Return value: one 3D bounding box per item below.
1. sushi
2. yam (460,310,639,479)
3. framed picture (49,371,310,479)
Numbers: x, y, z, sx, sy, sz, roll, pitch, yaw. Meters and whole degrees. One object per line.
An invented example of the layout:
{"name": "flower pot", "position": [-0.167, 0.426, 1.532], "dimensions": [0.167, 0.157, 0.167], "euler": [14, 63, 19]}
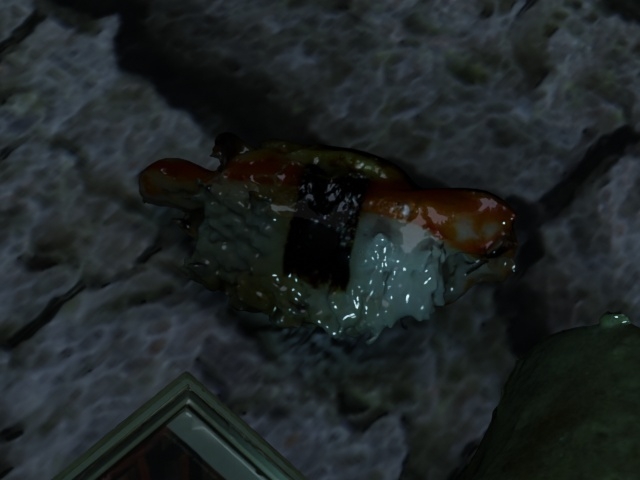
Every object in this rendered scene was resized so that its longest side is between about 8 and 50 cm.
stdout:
{"name": "sushi", "position": [-0.001, 0.003, 0.872], "dimensions": [0.226, 0.097, 0.103], "euler": [15, 44, 16]}
{"name": "yam", "position": [0.117, 0.195, 0.688], "dimensions": [0.195, 0.195, 0.300], "euler": [28, 52, 8]}
{"name": "framed picture", "position": [-0.084, 0.205, 0.745], "dimensions": [0.216, 0.016, 0.273], "euler": [39, 54, 16]}
